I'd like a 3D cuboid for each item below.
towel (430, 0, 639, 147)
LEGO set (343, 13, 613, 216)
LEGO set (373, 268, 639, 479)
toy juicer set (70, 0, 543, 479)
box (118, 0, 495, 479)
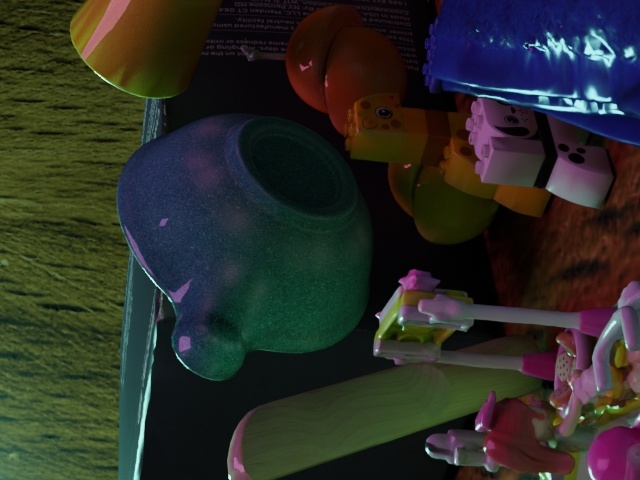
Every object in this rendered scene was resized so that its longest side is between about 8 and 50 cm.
[{"bbox_3d":[0.122,-0.179,0.432,0.227,0.076,0.308,-146,66,-72],"label":"towel"},{"bbox_3d":[0.060,-0.081,0.720,0.227,0.093,0.087,-96,15,-45],"label":"LEGO set"},{"bbox_3d":[0.067,0.090,0.544,0.287,0.107,0.132,102,172,-52],"label":"LEGO set"},{"bbox_3d":[0.000,0.000,0.735,0.089,0.209,0.329,-53,41,36],"label":"toy juicer set"},{"bbox_3d":[-0.033,0.056,0.966,0.312,0.179,0.343,-94,12,-45],"label":"box"}]
